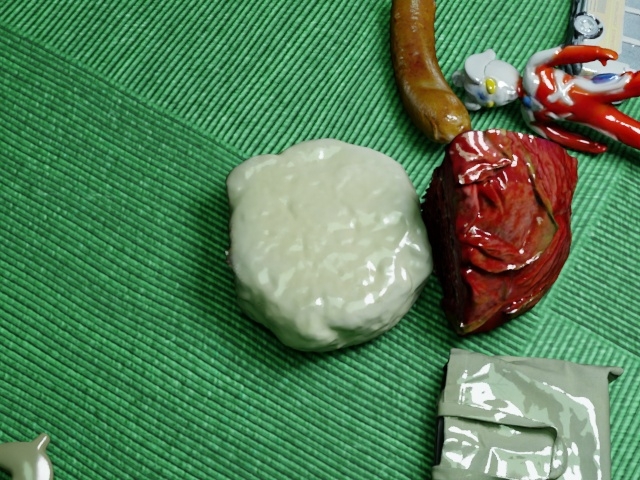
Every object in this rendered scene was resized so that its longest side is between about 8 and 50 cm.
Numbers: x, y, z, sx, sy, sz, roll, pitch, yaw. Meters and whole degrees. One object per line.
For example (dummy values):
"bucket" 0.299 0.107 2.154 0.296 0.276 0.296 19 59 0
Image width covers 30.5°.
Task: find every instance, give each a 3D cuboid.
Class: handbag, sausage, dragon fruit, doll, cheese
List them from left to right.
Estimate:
"cheese" 0.000 0.000 1.689 0.326 0.115 0.318 29 69 17
"sausage" 0.163 -0.273 1.854 0.076 0.103 0.302 16 53 -40
"dragon fruit" 0.217 -0.034 1.650 0.240 0.330 0.302 7 62 24
"handbag" 0.273 0.298 1.568 0.253 0.109 0.316 8 63 5
"doll" 0.387 -0.221 1.805 0.383 0.188 0.099 14 40 22

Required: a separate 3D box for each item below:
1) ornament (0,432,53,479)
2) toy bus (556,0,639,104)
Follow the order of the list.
"ornament" -0.405 0.381 1.495 0.245 0.061 0.230 -36 69 -19
"toy bus" 0.471 -0.381 1.938 0.138 0.097 0.343 13 61 -5
